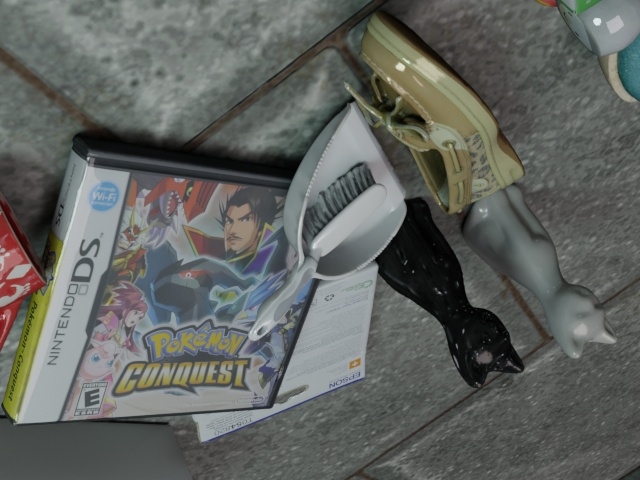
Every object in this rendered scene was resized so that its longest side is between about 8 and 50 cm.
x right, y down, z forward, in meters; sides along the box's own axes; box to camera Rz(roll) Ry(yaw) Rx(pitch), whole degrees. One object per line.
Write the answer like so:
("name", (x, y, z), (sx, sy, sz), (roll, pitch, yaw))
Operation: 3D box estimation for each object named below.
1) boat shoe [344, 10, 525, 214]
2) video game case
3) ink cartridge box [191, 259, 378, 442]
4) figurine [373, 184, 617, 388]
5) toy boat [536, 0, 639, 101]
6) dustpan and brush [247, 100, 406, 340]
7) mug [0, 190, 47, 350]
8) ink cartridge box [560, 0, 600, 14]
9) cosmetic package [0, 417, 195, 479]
("boat shoe", (0.101, -0.096, 0.790), (0.089, 0.104, 0.285), (-41, 145, 9))
("video game case", (-0.118, 0.046, 0.797), (0.275, 0.035, 0.248), (5, 112, -40))
("ink cartridge box", (-0.048, 0.116, 0.991), (0.223, 0.045, 0.224), (-19, 142, -18))
("figurine", (0.186, 0.050, 0.942), (0.215, 0.209, 0.092), (-10, 140, -28))
("toy boat", (0.298, -0.213, 0.754), (0.318, 0.148, 0.267), (-8, 139, -30))
("dustpan and brush", (0.000, 0.000, 0.795), (0.211, 0.060, 0.147), (-45, 136, -9))
("mug", (-0.294, 0.043, 0.665), (0.169, 0.113, 0.150), (-29, 134, -11))
("ink cartridge box", (0.220, -0.275, 0.615), (0.208, 0.153, 0.087), (-30, 146, 1))
("cosmetic package", (-0.297, 0.298, 0.905), (0.365, 0.197, 0.155), (18, 123, -46))
